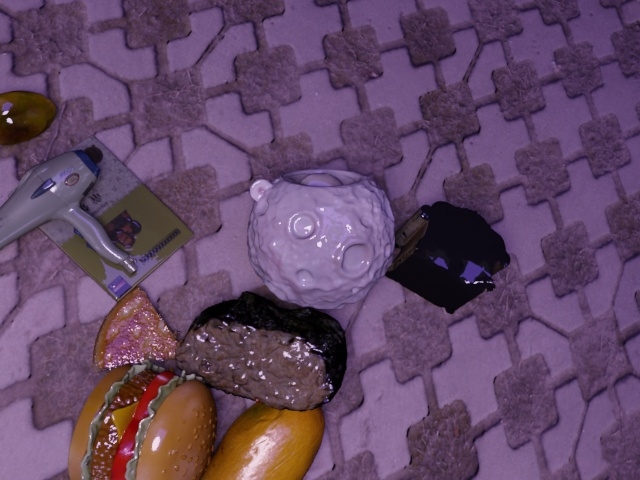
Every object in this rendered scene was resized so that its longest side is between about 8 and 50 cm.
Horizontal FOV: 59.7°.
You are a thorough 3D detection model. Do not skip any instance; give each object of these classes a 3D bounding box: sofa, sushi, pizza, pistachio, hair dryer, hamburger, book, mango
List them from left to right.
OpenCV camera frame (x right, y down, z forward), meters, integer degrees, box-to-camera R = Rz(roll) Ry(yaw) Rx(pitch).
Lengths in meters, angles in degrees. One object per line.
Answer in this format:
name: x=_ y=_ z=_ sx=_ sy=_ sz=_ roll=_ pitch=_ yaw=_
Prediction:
pistachio: x=-0.698 y=-0.281 z=1.262 sx=0.190 sy=0.110 sz=0.100 roll=-18 pitch=46 yaw=-20
hair dryer: x=-0.582 y=-0.016 z=1.186 sx=0.296 sy=0.119 sz=0.298 roll=-22 pitch=91 yaw=-14
book: x=-0.500 y=-0.059 z=1.282 sx=0.352 sy=0.035 sz=0.239 roll=43 pitch=66 yaw=2
pizza: x=-0.386 y=0.223 z=1.211 sx=0.193 sy=0.053 sz=0.201 roll=32 pitch=64 yaw=-3
hamburger: x=-0.310 y=0.374 z=1.054 sx=0.212 sy=0.274 sz=0.274 roll=11 pitch=68 yaw=13
mango: x=-0.131 y=0.463 z=1.159 sx=0.187 sy=0.144 sz=0.359 roll=41 pitch=72 yaw=5
sushi: x=-0.119 y=0.232 z=1.153 sx=0.350 sy=0.171 sz=0.210 roll=10 pitch=105 yaw=14
sofa: x=0.315 y=0.037 z=1.407 sx=0.258 sy=0.200 sz=0.182 roll=30 pitch=56 yaw=-4

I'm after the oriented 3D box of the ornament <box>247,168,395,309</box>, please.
ornament: x=0.000 y=0.000 z=1.253 sx=0.337 sy=0.337 sz=0.336 roll=5 pitch=71 yaw=-14
